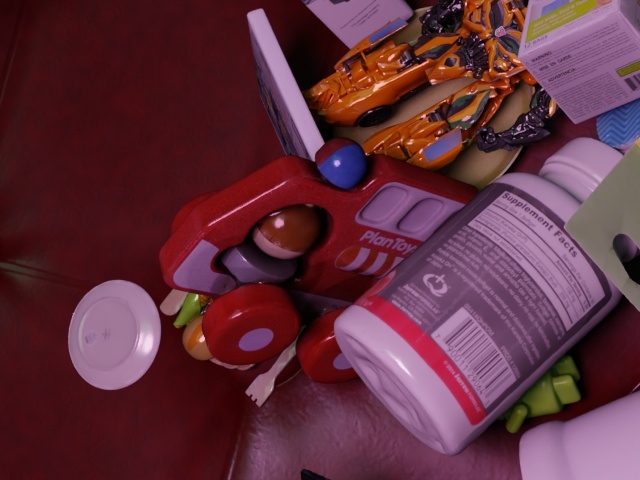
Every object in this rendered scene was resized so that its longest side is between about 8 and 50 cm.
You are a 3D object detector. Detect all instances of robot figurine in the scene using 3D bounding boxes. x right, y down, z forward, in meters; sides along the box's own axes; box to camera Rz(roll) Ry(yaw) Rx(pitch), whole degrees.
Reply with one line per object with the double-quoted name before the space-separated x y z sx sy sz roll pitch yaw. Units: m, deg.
"robot figurine" 0.210 0.151 1.129 0.115 0.067 0.101 -11 48 24
"robot figurine" 0.131 -0.169 1.178 0.291 0.085 0.211 -30 70 16

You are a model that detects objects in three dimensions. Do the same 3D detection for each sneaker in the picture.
"sneaker" 0.348 -0.171 1.124 0.087 0.092 0.228 -12 51 49

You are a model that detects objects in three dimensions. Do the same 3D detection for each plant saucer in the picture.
"plant saucer" 0.130 -0.149 1.243 0.241 0.037 0.240 -5 77 24

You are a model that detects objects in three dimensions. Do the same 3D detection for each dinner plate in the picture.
"dinner plate" -0.267 0.119 1.382 0.141 0.017 0.141 -5 77 25

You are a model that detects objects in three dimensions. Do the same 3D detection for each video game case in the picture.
"video game case" -0.032 -0.134 1.236 0.023 0.183 0.201 -22 69 -7

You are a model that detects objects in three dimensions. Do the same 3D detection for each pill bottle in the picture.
"pill bottle" 0.183 0.045 1.066 0.318 0.176 0.176 -40 64 -13

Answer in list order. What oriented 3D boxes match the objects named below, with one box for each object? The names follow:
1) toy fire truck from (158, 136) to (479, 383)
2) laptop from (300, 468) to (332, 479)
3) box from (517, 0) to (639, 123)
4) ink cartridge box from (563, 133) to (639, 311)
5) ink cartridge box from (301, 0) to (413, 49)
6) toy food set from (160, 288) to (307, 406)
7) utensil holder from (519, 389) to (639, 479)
"toy fire truck" 0.000 0.000 1.123 0.254 0.302 0.169 -48 46 27
"laptop" 0.067 0.385 1.041 0.264 0.234 0.136 20 46 26
"box" 0.283 -0.235 1.083 0.114 0.103 0.203 -22 38 40
"ink cartridge box" 0.359 -0.038 1.013 0.171 0.056 0.235 46 68 -9
"ink cartridge box" -0.005 -0.326 1.225 0.087 0.208 0.153 -38 48 14
"toy food set" -0.109 0.093 1.302 0.192 0.038 0.132 40 97 25
"utensil holder" 0.410 0.233 0.888 0.386 0.327 0.327 -28 70 14
